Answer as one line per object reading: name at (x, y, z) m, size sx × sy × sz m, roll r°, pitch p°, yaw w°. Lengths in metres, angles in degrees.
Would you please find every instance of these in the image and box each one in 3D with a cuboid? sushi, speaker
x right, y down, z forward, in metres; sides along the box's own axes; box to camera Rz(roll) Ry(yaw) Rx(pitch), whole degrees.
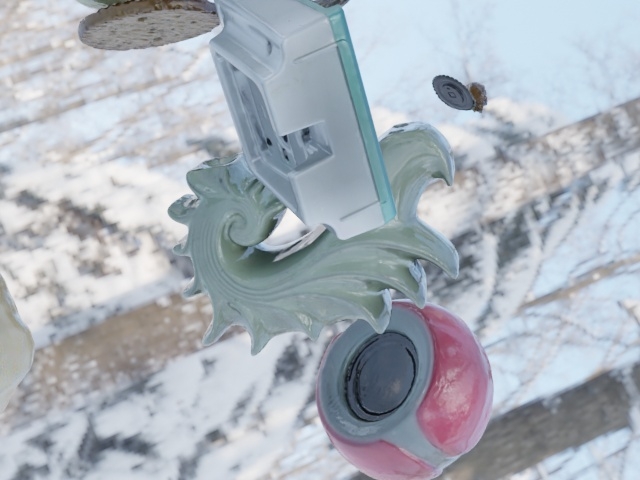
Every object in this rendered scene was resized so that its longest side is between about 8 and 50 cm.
sushi at (0.294, -0.271, 2.533) m, size 0.050 × 0.047 × 0.099 m, roll -55°, pitch -169°, yaw 30°
speaker at (0.142, 0.236, 2.143) m, size 0.294 × 0.294 × 0.294 m, roll 50°, pitch -28°, yaw 39°

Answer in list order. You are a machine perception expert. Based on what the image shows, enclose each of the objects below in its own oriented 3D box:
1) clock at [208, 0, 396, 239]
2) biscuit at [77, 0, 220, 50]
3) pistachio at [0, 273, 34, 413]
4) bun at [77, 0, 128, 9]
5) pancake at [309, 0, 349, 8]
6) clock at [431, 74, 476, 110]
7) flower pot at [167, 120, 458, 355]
clock at (-0.038, -0.147, 1.506) m, size 0.231 × 0.116 × 0.262 m, roll 37°, pitch -32°, yaw 54°
biscuit at (-0.219, -0.281, 1.724) m, size 0.188 × 0.188 × 0.027 m, roll 156°, pitch -76°, yaw -69°
pistachio at (-0.329, 0.098, 1.039) m, size 0.157 × 0.229 × 0.157 m, roll 13°, pitch -65°, yaw 30°
bun at (-0.271, -0.425, 1.747) m, size 0.244 × 0.153 × 0.244 m, roll 167°, pitch -90°, yaw -83°
pancake at (-0.032, -0.341, 1.955) m, size 0.190 × 0.184 × 0.020 m, roll 28°, pitch -25°, yaw 54°
clock at (0.211, -0.235, 2.129) m, size 0.074 × 0.010 × 0.083 m, roll 11°, pitch -30°, yaw 41°
flower pot at (0.000, 0.000, 1.712) m, size 0.164 × 0.367 × 0.254 m, roll -59°, pitch 139°, yaw -75°
